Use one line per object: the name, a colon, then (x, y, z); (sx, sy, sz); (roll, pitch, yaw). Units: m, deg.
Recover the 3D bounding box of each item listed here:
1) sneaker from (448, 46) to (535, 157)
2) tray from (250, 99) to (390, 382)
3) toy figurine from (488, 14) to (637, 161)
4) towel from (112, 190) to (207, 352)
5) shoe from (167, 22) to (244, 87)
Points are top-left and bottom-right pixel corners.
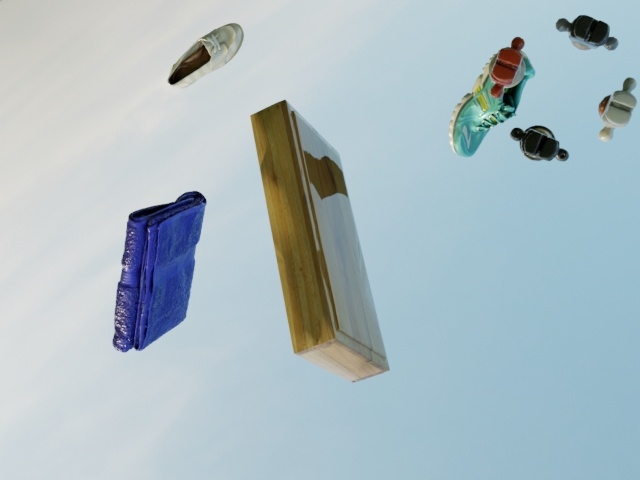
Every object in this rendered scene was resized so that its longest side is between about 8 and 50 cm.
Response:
sneaker: (0.383, -0.300, 1.908); (0.110, 0.107, 0.275); (54, -52, 40)
tray: (0.000, 0.000, 1.332); (0.076, 0.203, 0.411); (-23, -119, 18)
toy figurine: (0.385, -0.241, 1.349); (0.209, 0.213, 0.148); (-25, -178, 14)
towel: (-0.318, 0.066, 1.724); (0.076, 0.308, 0.227); (24, -154, 21)
shoe: (-0.268, -0.423, 1.957); (0.219, 0.076, 0.058); (-36, 178, 17)
